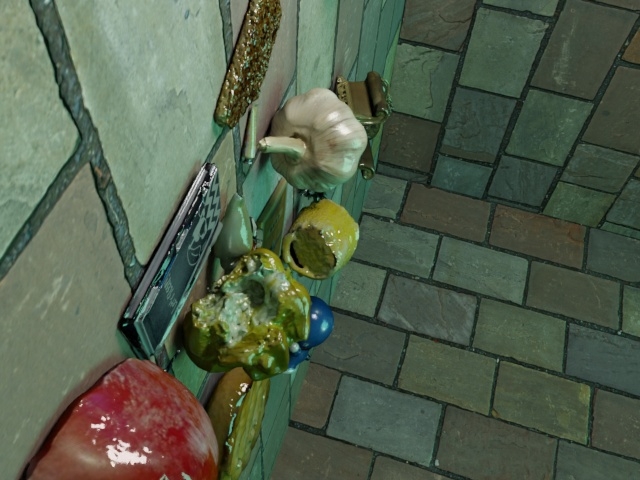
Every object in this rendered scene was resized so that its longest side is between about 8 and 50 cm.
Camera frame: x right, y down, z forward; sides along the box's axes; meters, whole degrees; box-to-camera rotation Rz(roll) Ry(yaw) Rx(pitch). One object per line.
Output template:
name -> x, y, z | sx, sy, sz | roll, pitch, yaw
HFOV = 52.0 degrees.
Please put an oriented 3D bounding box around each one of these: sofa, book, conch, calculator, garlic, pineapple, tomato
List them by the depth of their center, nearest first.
tomato -> -0.217, 0.298, 0.788 | 0.309, 0.170, 0.308 | 15, 90, -84
calculator -> -0.200, 0.032, 0.932 | 0.165, 0.028, 0.274 | 98, 12, -61
conch -> -0.143, -0.004, 1.119 | 0.088, 0.065, 0.180 | -59, 160, -63
garlic -> -0.033, -0.184, 1.206 | 0.226, 0.199, 0.199 | -16, 123, -60
book -> -0.115, -0.002, 1.505 | 0.170, 0.018, 0.241 | -66, 169, -47
pineapple -> 0.005, -0.209, 1.721 | 0.103, 0.083, 0.221 | 79, 28, -81
sofa -> 0.128, -0.318, 1.851 | 0.258, 0.182, 0.200 | 99, -9, -46

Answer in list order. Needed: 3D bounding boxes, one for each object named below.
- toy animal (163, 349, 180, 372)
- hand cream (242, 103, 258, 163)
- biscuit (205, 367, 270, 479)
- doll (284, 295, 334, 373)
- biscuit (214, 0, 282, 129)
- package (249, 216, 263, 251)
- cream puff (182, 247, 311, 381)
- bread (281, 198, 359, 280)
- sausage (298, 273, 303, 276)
toy animal -> -0.249, 0.272, 0.987 | 0.108, 0.062, 0.220 | 49, 56, -59
hand cream -> -0.119, -0.182, 1.122 | 0.035, 0.022, 0.102 | -47, 146, -75
biscuit -> -0.193, 0.392, 1.425 | 0.296, 0.102, 0.296 | 15, 90, -79
doll -> -0.067, 0.287, 2.037 | 0.256, 0.161, 0.215 | -60, -170, 15
biscuit -> -0.104, -0.275, 1.007 | 0.131, 0.026, 0.236 | 48, 56, -79
package -> -0.156, 0.070, 1.284 | 0.166, 0.040, 0.232 | 82, 25, -73
cream puff -> -0.113, 0.142, 1.091 | 0.221, 0.195, 0.194 | -43, 163, -14
bread -> -0.002, 0.001, 1.749 | 0.170, 0.197, 0.197 | -47, 152, -60
sausage -> -0.050, 0.056, 2.074 | 0.024, 0.024, 0.132 | -57, 160, -66
